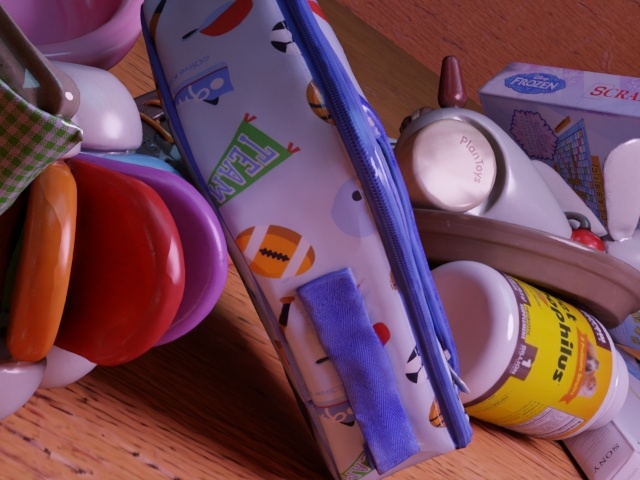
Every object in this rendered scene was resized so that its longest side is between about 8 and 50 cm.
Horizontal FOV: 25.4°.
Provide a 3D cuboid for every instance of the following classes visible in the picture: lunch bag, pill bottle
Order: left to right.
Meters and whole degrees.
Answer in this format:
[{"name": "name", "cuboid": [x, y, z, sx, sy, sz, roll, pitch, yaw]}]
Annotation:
[{"name": "lunch bag", "cuboid": [0.000, 0.000, 0.833, 0.303, 0.115, 0.243, 67, -2, -46]}, {"name": "pill bottle", "cuboid": [0.166, 0.098, 1.177, 0.215, 0.117, 0.117, 23, 20, -45]}]

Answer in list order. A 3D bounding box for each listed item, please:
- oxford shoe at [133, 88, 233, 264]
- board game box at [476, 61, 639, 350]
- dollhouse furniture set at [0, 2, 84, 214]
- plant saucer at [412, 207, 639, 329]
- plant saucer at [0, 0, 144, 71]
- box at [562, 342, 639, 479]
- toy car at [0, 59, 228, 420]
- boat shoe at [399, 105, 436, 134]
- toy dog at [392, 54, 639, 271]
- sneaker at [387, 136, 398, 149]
[{"name": "oxford shoe", "cuboid": [-0.118, -0.066, 0.967, 0.130, 0.133, 0.363, 42, 15, 15]}, {"name": "board game box", "cuboid": [0.334, -0.016, 1.430, 0.318, 0.066, 0.319, 17, -42, 46]}, {"name": "dollhouse furniture set", "cuboid": [-0.258, -0.081, 0.512, 0.301, 0.197, 0.151, 51, 32, 18]}, {"name": "plant saucer", "cuboid": [0.156, 0.032, 1.278, 0.277, 0.041, 0.278, 15, -12, 3]}, {"name": "plant saucer", "cuboid": [-0.276, -0.188, 0.917, 0.332, 0.084, 0.332, 21, 35, -15]}, {"name": "box", "cuboid": [0.299, 0.176, 1.383, 0.232, 0.058, 0.322, 30, 16, -27]}, {"name": "toy car", "cuboid": [-0.112, 0.003, 0.654, 0.136, 0.159, 0.182, 11, 9, 12]}, {"name": "boat shoe", "cuboid": [0.132, -0.026, 1.458, 0.257, 0.095, 0.095, 52, 16, -38]}, {"name": "toy dog", "cuboid": [0.195, -0.059, 1.302, 0.333, 0.161, 0.220, 23, -14, -37]}, {"name": "sneaker", "cuboid": [0.159, -0.057, 1.650, 0.330, 0.122, 0.146, 21, 23, -50]}]
